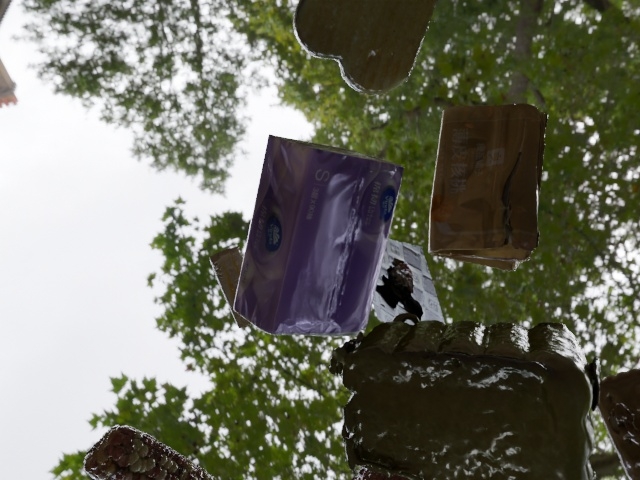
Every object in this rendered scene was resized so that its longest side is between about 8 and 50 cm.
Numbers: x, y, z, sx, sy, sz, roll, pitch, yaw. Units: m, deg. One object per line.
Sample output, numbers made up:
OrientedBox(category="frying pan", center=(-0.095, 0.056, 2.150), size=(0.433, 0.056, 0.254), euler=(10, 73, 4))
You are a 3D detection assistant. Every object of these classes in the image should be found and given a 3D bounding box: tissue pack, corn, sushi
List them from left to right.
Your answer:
OrientedBox(category="corn", center=(-0.177, 0.307, 0.765), size=(0.079, 0.237, 0.079), euler=(-46, -162, 20))
OrientedBox(category="tissue pack", center=(0.000, 0.000, 1.119), size=(0.242, 0.338, 0.160), euler=(3, -166, -38))
OrientedBox(category="sushi", center=(0.240, 0.117, 1.727), size=(0.069, 0.339, 0.320), euler=(-33, -154, -26))

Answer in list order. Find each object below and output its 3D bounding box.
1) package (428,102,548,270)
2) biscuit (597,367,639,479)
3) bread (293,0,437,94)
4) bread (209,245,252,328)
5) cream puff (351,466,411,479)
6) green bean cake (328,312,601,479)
OrientedBox(category="package", center=(0.350, -0.114, 1.224), size=(0.221, 0.165, 0.311), euler=(13, -104, -12))
OrientedBox(category="biscuit", center=(0.623, 0.375, 1.074), size=(0.044, 0.217, 0.325), euler=(-13, -102, -46))
OrientedBox(category="bread", center=(0.059, -0.335, 0.761), size=(0.207, 0.286, 0.056), euler=(20, -155, -8))
OrientedBox(category="bread", center=(-0.182, 0.103, 1.376), size=(0.077, 0.152, 0.105), euler=(-25, -137, -10))
OrientedBox(category="cream puff", center=(0.194, 0.607, 1.308), size=(0.350, 0.228, 0.350), euler=(-4, -118, 8))
OrientedBox(category="green bean cake", center=(0.181, 0.237, 0.776), size=(0.310, 0.285, 0.202), euler=(4, -166, 22))
